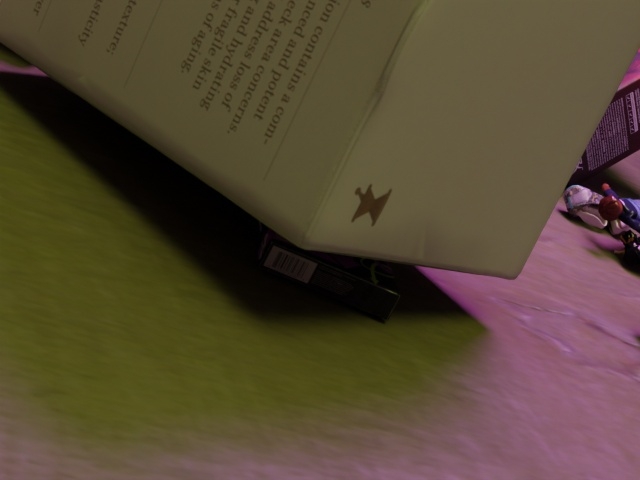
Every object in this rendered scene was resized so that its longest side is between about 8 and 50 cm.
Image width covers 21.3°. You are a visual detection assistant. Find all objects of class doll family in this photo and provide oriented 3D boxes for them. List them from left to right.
[{"bbox_3d":[0.362,0.010,1.793,0.111,0.076,0.193,-3,31,-48],"label":"doll family"}]

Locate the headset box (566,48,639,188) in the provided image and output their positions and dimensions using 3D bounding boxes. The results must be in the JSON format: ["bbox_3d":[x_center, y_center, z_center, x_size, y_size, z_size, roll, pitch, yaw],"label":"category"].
[{"bbox_3d":[0.346,-0.218,2.022,0.293,0.110,0.218,-29,45,-13],"label":"headset box"}]

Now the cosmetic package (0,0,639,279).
[{"bbox_3d":[0.013,-0.206,1.402,0.394,0.329,0.327,35,14,33],"label":"cosmetic package"}]

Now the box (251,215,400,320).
[{"bbox_3d":[0.000,0.000,1.399,0.116,0.029,0.162,22,18,-15],"label":"box"}]

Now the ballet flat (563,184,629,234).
[{"bbox_3d":[0.316,-0.027,1.876,0.114,0.041,0.041,17,23,-28],"label":"ballet flat"}]
